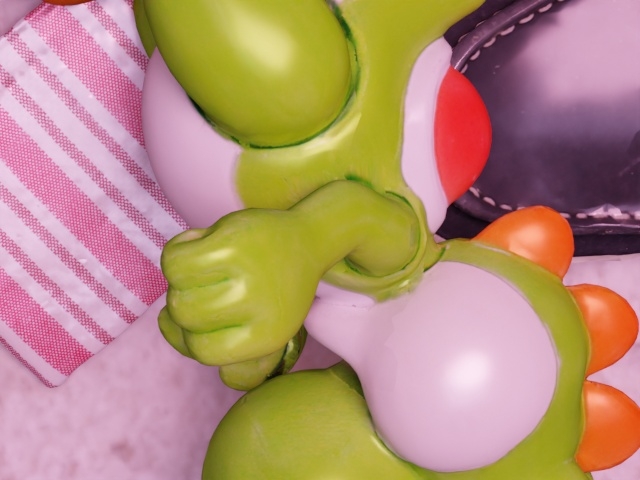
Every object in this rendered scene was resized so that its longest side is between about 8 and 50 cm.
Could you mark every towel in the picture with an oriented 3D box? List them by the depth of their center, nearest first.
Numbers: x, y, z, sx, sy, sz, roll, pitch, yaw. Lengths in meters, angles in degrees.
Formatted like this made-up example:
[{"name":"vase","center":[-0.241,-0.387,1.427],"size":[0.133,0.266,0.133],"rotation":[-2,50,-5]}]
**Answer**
[{"name":"towel","center":[-0.106,-0.041,0.672],"size":[0.197,0.029,0.144],"rotation":[-41,105,0]}]

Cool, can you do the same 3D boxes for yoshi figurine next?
[{"name":"yoshi figurine","center":[-0.022,0.015,0.577],"size":[0.203,0.203,0.362],"rotation":[-40,102,-47]}]

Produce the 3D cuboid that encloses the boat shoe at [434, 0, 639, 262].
[{"name":"boat shoe","center":[0.264,-0.090,0.655],"size":[0.500,0.156,0.187],"rotation":[-8,102,-6]}]
